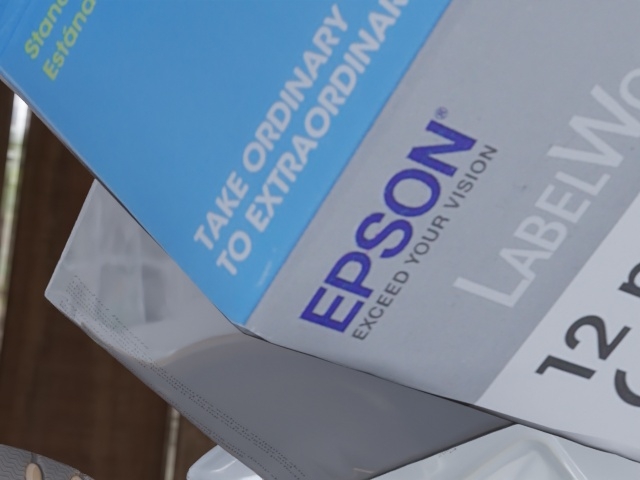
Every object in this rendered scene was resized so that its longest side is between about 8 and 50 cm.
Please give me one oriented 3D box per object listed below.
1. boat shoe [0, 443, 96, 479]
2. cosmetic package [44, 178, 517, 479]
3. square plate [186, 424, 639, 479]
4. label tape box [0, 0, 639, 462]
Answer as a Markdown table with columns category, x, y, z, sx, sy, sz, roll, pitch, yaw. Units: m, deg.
| category | x | y | z | sx | sy | sz | roll | pitch | yaw |
| --- | --- | --- | --- | --- | --- | --- | --- | --- | --- |
| boat shoe | -0.128 | 0.219 | 0.868 | 0.116 | 0.123 | 0.324 | -20 | -50 | 32 |
| cosmetic package | 0.000 | 0.000 | 0.846 | 0.217 | 0.156 | 0.385 | 41 | -22 | -4 |
| square plate | 0.134 | 0.196 | 1.115 | 0.347 | 0.344 | 0.049 | -36 | -12 | 1 |
| label tape box | 0.077 | -0.082 | 0.387 | 0.348 | 0.249 | 0.115 | 19 | 25 | -32 |
